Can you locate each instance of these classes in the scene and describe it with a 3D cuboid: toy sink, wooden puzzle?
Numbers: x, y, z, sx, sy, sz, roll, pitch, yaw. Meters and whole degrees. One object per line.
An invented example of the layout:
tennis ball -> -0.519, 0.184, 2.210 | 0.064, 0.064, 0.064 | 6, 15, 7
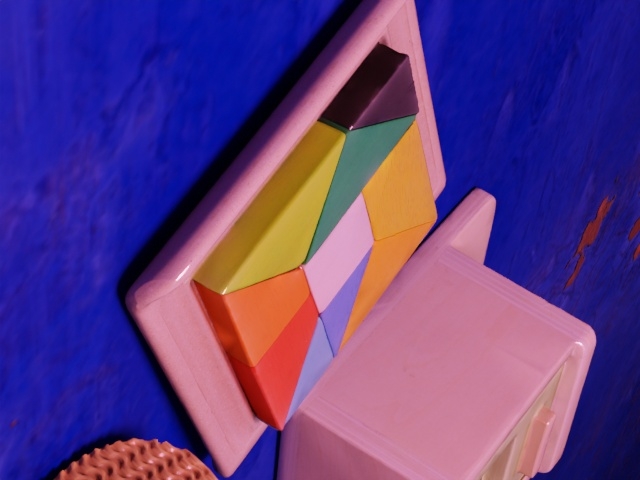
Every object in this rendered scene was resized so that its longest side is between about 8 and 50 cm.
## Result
toy sink -> 0.090, 0.106, 1.077 | 0.234, 0.131, 0.153 | -46, 156, -36
wooden puzzle -> 0.000, 0.000, 0.845 | 0.221, 0.044, 0.239 | -53, 159, -20

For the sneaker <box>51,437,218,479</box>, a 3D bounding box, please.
sneaker -> -0.122, 0.162, 0.760 | 0.185, 0.069, 0.084 | -31, 154, -43
